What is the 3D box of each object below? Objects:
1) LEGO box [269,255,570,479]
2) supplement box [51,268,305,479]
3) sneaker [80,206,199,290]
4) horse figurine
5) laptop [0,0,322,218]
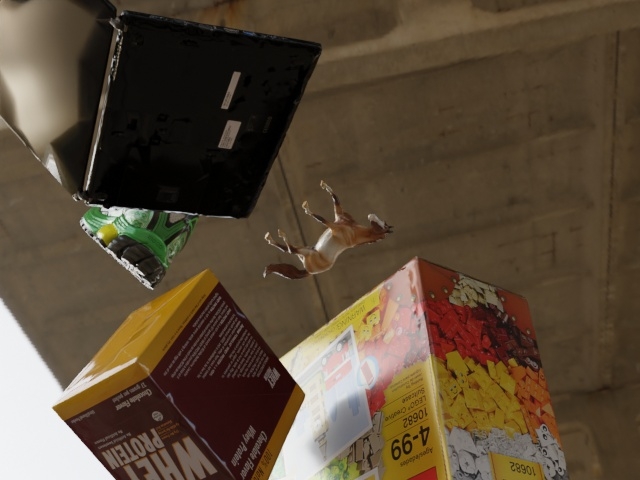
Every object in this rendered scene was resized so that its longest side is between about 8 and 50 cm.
[{"bbox_3d":[0.051,0.313,1.042,0.193,0.372,0.500,20,-42,-30],"label":"LEGO box"},{"bbox_3d":[-0.143,0.174,0.920,0.129,0.191,0.194,-29,-75,27],"label":"supplement box"},{"bbox_3d":[-0.251,-0.023,1.248,0.146,0.343,0.134,-48,-69,-11],"label":"sneaker"},{"bbox_3d":[0.000,0.000,1.764,0.174,0.066,0.263,39,-69,-20],"label":"horse figurine"},{"bbox_3d":[-0.167,-0.150,0.778,0.264,0.136,0.234,4,-38,-21],"label":"laptop"}]
